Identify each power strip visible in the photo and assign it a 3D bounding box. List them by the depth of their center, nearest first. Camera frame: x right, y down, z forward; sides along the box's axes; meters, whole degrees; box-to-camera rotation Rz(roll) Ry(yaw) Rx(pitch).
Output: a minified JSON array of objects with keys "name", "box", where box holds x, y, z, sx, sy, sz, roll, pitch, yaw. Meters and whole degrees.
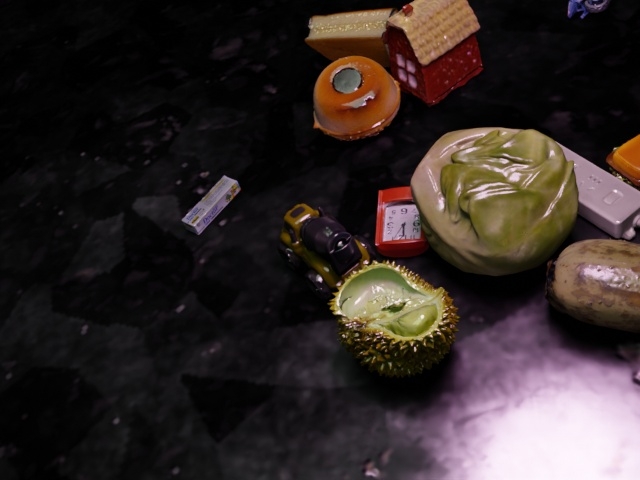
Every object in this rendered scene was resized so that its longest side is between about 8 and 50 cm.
[{"name":"power strip","box":[0.545,-0.108,1.775,0.098,0.058,0.338,-36,49,-14]}]

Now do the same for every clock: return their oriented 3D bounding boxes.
[{"name":"clock","box":[0.179,-0.038,1.840,0.113,0.061,0.155,-4,52,15]}]

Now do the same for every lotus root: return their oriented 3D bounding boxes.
[{"name":"lotus root","box":[0.562,0.085,1.544,0.309,0.173,0.173,10,53,17]}]

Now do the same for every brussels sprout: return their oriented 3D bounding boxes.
[{"name":"brussels sprout","box":[0.351,-0.087,1.702,0.328,0.247,0.328,-5,51,6]}]

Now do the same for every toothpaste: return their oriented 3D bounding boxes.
[{"name":"toothpaste","box":[-0.259,-0.087,2.046,0.046,0.034,0.164,23,60,33]}]

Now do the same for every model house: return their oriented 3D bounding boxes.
[{"name":"model house","box":[0.269,-0.486,2.073,0.196,0.254,0.160,-36,52,-13]}]

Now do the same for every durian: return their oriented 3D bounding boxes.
[{"name":"durian","box":[0.139,0.154,1.603,0.237,0.176,0.200,19,48,25]}]

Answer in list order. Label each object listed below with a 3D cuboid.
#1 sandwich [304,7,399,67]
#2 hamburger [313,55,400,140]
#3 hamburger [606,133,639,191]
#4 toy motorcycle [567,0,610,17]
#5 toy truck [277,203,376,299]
[{"name":"sandwich","box":[0.089,-0.532,2.262,0.236,0.128,0.122,4,55,23]},{"name":"hamburger","box":[0.086,-0.342,2.081,0.237,0.147,0.236,-8,60,14]},{"name":"hamburger","box":[0.676,-0.165,1.761,0.166,0.087,0.137,-28,46,-8]},{"name":"toy motorcycle","box":[0.682,-0.647,2.200,0.114,0.076,0.205,-7,49,25]},{"name":"toy truck","box":[0.000,0.000,1.792,0.147,0.165,0.224,-37,48,-14]}]
